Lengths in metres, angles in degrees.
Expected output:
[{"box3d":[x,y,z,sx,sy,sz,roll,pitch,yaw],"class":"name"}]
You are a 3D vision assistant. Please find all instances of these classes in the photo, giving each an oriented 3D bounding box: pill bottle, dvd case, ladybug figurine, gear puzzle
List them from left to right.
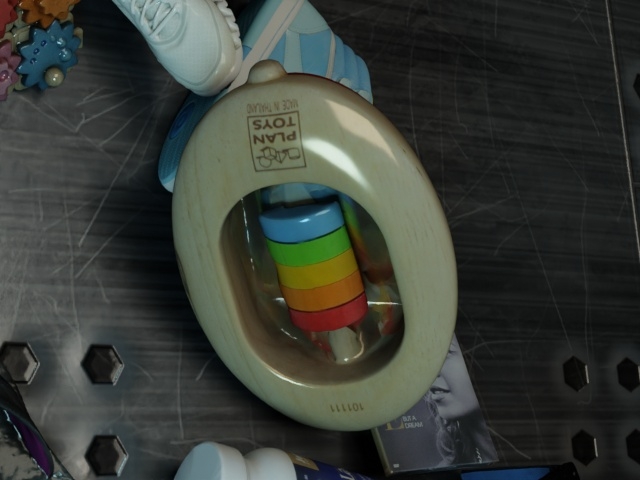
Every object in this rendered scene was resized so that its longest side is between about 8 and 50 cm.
[{"box3d":[-0.305,-0.288,1.540,0.175,0.339,0.044,-26,49,-37],"class":"gear puzzle"},{"box3d":[-0.027,0.313,1.625,0.265,0.153,0.153,22,65,-28],"class":"pill bottle"},{"box3d":[0.000,0.000,1.646,0.162,0.305,0.449,-71,154,-58],"class":"ladybug figurine"},{"box3d":[0.115,0.174,1.808,0.164,0.018,0.221,0,60,-34],"class":"dvd case"}]

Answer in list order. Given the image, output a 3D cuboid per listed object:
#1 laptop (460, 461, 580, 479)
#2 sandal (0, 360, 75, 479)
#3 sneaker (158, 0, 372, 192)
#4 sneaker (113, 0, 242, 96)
[{"box3d":[0.219,0.459,1.620,0.408,0.236,0.382,-16,85,-56],"class":"laptop"},{"box3d":[-0.329,0.206,1.450,0.167,0.107,0.446,-47,110,-26],"class":"sandal"},{"box3d":[-0.045,-0.141,1.765,0.208,0.127,0.319,39,61,-20],"class":"sneaker"},{"box3d":[-0.195,-0.279,1.665,0.292,0.110,0.118,55,23,17],"class":"sneaker"}]
